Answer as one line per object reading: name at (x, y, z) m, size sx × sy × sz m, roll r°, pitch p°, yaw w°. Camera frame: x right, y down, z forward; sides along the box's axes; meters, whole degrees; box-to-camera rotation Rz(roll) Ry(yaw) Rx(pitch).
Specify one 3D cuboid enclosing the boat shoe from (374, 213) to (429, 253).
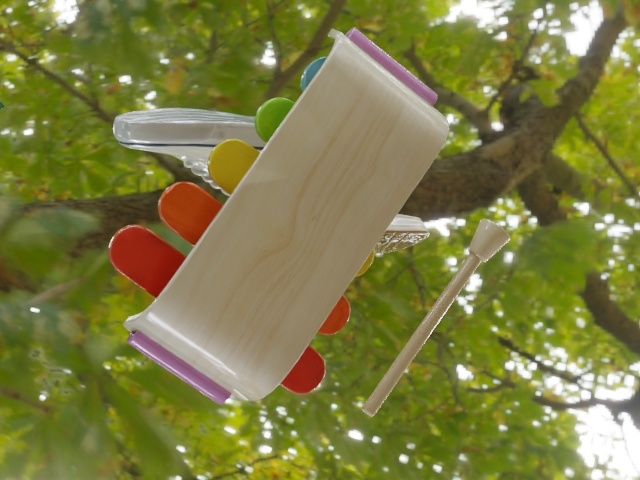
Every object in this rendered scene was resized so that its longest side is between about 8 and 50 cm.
boat shoe at (0.053, -0.036, 1.664) m, size 0.277 × 0.098 × 0.096 m, roll 1°, pitch -116°, yaw -21°

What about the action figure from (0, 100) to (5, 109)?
action figure at (-0.436, -0.098, 0.961) m, size 0.232 × 0.063 × 0.137 m, roll -44°, pitch -97°, yaw -3°

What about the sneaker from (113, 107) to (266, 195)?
sneaker at (-0.104, -0.094, 1.100) m, size 0.258 × 0.094 × 0.091 m, roll 3°, pitch -74°, yaw -21°

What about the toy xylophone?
toy xylophone at (0.000, 0.000, 0.778) m, size 0.236 × 0.081 × 0.322 m, roll 45°, pitch -99°, yaw -14°
